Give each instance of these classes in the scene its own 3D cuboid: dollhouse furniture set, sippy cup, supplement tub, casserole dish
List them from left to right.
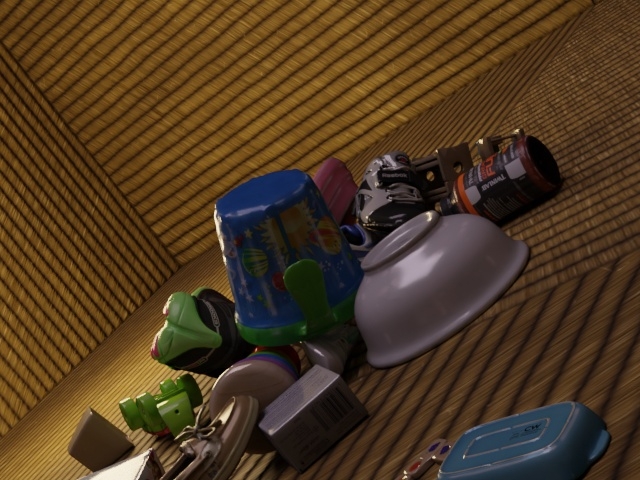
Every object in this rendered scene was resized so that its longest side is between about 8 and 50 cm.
[{"bbox_3d":[-0.058,0.016,1.945,0.306,0.224,0.240,2,32,44],"label":"sippy cup"},{"bbox_3d":[0.290,-0.120,2.295,0.184,0.128,0.129,-15,0,-20],"label":"dollhouse furniture set"},{"bbox_3d":[0.298,-0.087,2.051,0.198,0.106,0.106,-33,10,30],"label":"supplement tub"},{"bbox_3d":[0.186,0.202,1.164,0.188,0.037,0.114,-22,15,37],"label":"casserole dish"}]

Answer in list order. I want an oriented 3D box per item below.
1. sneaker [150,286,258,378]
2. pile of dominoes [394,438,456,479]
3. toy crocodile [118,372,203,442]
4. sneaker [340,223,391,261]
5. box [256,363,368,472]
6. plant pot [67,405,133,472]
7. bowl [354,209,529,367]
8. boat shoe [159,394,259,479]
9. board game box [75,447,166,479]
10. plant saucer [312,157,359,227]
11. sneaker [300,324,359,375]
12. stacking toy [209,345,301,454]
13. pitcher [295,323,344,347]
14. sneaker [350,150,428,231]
[{"bbox_3d":[-0.201,0.200,2.388,0.483,0.202,0.185,-15,-55,-87],"label":"sneaker"},{"bbox_3d":[0.070,0.284,1.250,0.251,0.040,0.196,-41,9,-20],"label":"pile of dominoes"},{"bbox_3d":[-0.300,0.329,2.329,0.115,0.105,0.340,-24,0,-24],"label":"toy crocodile"},{"bbox_3d":[0.091,0.010,2.290,0.112,0.131,0.296,-37,7,19],"label":"sneaker"},{"bbox_3d":[-0.016,0.245,1.687,0.126,0.072,0.137,-40,10,-10],"label":"box"},{"bbox_3d":[-0.460,0.415,2.496,0.096,0.109,0.109,-51,11,-9],"label":"plant pot"},{"bbox_3d":[0.155,0.048,1.830,0.298,0.134,0.298,-37,8,6],"label":"bowl"},{"bbox_3d":[-0.185,0.325,1.684,0.285,0.089,0.104,-57,8,-18],"label":"boat shoe"},{"bbox_3d":[-0.420,0.473,1.932,0.318,0.065,0.318,-23,10,8],"label":"board game box"},{"bbox_3d":[0.000,0.000,2.447,0.332,0.084,0.332,22,-90,-82],"label":"plant saucer"},{"bbox_3d":[0.023,0.169,1.947,0.094,0.080,0.212,-27,7,-5],"label":"sneaker"},{"bbox_3d":[-0.080,0.224,1.922,0.141,0.141,0.330,-36,3,8],"label":"stacking toy"},{"bbox_3d":[-0.025,0.095,2.166,0.126,0.177,0.207,-15,8,1],"label":"pitcher"},{"bbox_3d":[0.131,-0.092,2.255,0.330,0.123,0.146,-140,61,-73],"label":"sneaker"}]
